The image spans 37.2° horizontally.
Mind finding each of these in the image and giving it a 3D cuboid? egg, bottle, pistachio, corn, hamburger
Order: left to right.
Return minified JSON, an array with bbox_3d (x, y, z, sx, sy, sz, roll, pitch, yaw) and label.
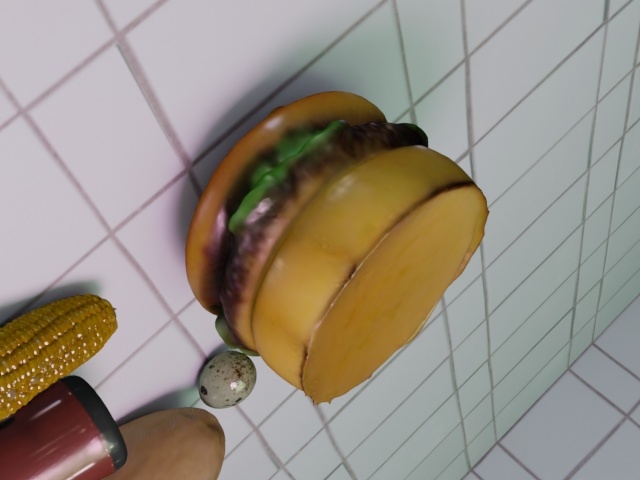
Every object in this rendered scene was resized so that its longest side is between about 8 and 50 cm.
[{"bbox_3d":[-0.419,0.314,1.201,0.336,0.144,0.144,-32,147,-29],"label":"bottle"},{"bbox_3d":[-0.364,0.146,1.112,0.313,0.102,0.102,-38,151,-41],"label":"corn"},{"bbox_3d":[-0.275,0.367,1.459,0.293,0.181,0.162,-32,-175,-23],"label":"pistachio"},{"bbox_3d":[-0.152,0.226,1.537,0.110,0.085,0.085,-43,157,29],"label":"egg"},{"bbox_3d":[0.000,0.000,1.271,0.395,0.277,0.396,-38,151,-26],"label":"hamburger"}]
